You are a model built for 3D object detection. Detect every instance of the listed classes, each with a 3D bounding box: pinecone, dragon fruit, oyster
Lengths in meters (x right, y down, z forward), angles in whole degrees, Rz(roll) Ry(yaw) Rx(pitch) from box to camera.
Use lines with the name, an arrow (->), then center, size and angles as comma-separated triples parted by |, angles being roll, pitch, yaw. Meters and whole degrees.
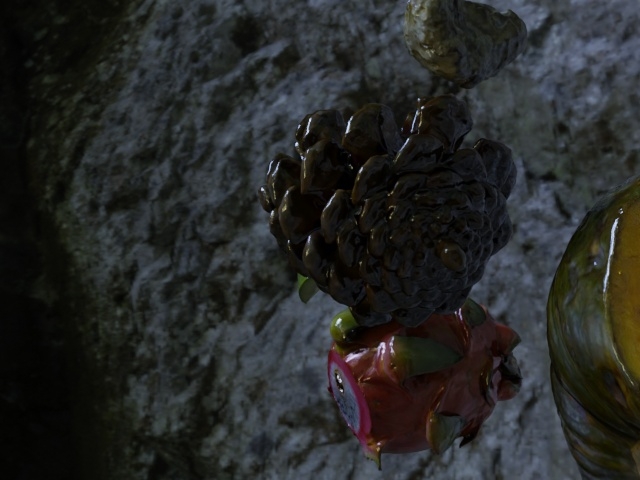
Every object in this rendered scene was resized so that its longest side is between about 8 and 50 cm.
pinecone -> 0.065, -0.038, 0.868 | 0.244, 0.309, 0.244 | -12, -67, -31
dragon fruit -> 0.122, 0.153, 1.032 | 0.227, 0.224, 0.224 | -27, -76, -16
oyster -> 0.088, -0.118, 0.478 | 0.083, 0.038, 0.081 | -15, -47, -14

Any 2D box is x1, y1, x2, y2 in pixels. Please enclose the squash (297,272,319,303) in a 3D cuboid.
squash -> 0.003, 0.001, 1.267 | 0.075, 0.090, 0.200 | 13, -136, -16

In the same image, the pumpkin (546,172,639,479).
pumpkin -> 0.249, 0.102, 0.404 | 0.221, 0.139, 0.317 | -16, -113, -8
